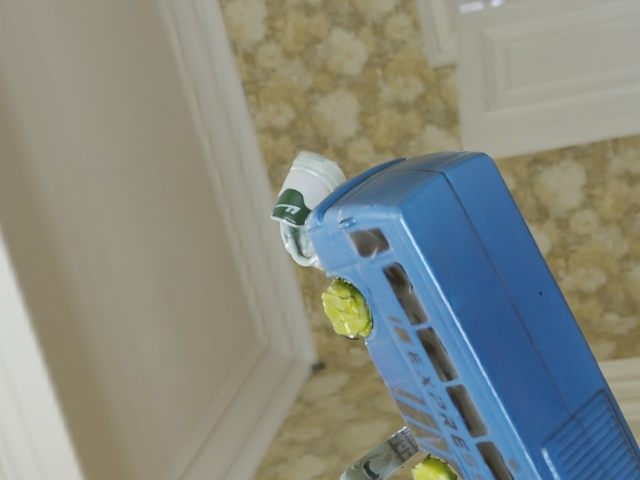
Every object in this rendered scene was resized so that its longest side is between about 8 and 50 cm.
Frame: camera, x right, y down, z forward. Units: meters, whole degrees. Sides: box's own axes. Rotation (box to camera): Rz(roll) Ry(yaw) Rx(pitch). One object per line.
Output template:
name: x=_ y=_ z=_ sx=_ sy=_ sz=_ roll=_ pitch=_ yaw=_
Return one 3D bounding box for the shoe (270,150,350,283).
shoe: x=0.000 y=0.000 z=1.549 sx=0.110 sy=0.095 sz=0.265 roll=-57 pitch=-34 yaw=-25

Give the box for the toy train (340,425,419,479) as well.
toy train: x=0.091 y=0.331 z=1.760 sx=0.052 sy=0.051 sz=0.234 roll=51 pitch=-162 yaw=11

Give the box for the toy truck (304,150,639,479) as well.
toy truck: x=0.142 y=0.103 z=1.060 sx=0.161 sy=0.162 sz=0.385 roll=-32 pitch=-83 yaw=-36
